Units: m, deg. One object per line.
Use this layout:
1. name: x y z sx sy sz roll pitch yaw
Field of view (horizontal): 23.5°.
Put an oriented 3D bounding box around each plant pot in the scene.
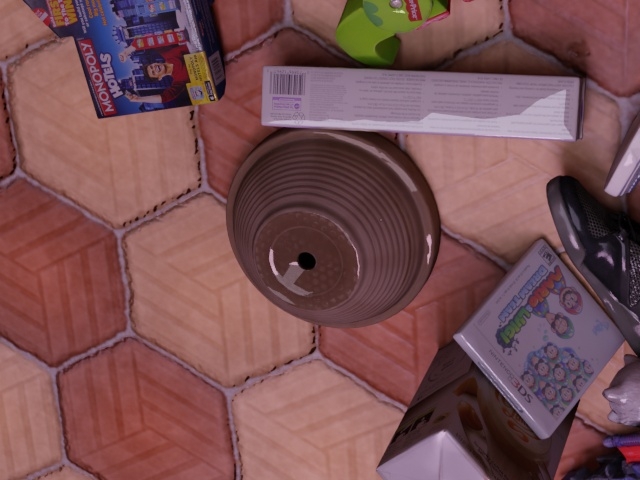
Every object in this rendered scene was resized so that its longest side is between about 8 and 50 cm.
1. plant pot: 0.000 0.000 1.628 0.237 0.110 0.237 8 116 16

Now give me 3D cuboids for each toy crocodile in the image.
1. toy crocodile: 0.140 -0.278 1.449 0.340 0.115 0.105 -34 120 30

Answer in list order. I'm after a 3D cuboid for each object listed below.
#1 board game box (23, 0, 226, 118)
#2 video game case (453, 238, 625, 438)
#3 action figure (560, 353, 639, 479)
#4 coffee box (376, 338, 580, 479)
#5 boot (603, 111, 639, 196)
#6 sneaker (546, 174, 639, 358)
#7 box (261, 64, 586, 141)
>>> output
1. board game box: -0.208 -0.233 1.618 0.194 0.060 0.194 -5 112 22
2. video game case: 0.227 0.099 1.578 0.143 0.157 0.019 49 149 -7
3. action figure: 0.402 0.241 1.585 0.330 0.178 0.341 44 162 -15
4. coffee box: 0.168 0.198 1.583 0.098 0.246 0.141 -36 100 31
5. boot: 0.351 -0.109 1.478 0.086 0.069 0.190 27 116 1
6. sneaker: 0.324 0.009 1.537 0.130 0.087 0.227 -31 104 26
7. box: 0.100 -0.139 1.542 0.324 0.063 0.067 3 96 16
